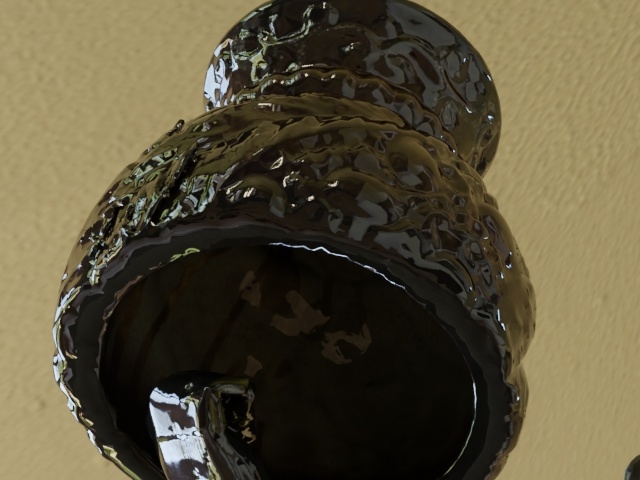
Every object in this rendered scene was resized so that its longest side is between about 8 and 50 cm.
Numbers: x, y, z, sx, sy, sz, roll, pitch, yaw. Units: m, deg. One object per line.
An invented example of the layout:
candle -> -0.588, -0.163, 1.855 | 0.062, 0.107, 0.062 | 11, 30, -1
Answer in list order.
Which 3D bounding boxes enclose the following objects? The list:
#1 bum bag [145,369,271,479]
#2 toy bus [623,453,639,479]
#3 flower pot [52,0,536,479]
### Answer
bum bag -> -0.025, 0.170, 1.027 | 0.060, 0.106, 0.233 | -32, -77, -21
toy bus -> 0.194, 0.066, 0.798 | 0.114, 0.201, 0.098 | 14, -44, 12
flower pot -> 0.000, 0.000, 1.123 | 0.266, 0.267, 0.267 | 6, -50, 7
